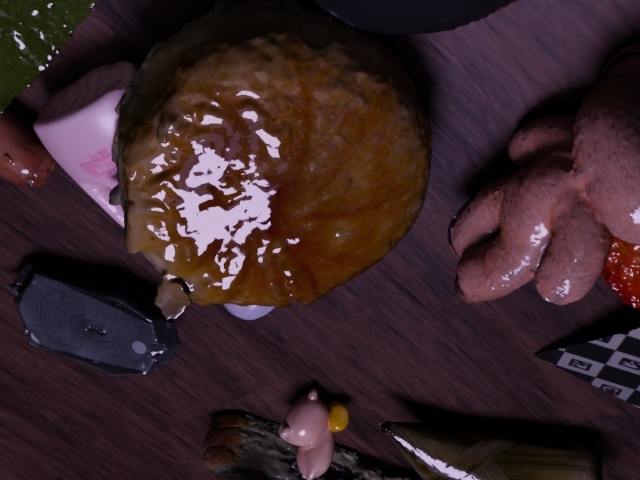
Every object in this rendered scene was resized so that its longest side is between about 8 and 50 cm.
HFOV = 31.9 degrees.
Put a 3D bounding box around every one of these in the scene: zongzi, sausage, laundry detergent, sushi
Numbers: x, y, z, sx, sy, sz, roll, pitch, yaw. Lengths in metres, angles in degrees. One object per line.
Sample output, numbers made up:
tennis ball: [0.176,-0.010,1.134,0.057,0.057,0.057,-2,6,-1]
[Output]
zongzi: [0.226,0.275,1.433,0.221,0.112,0.242,-20,127,32]
sausage: [-0.405,-0.158,1.166,0.304,0.078,0.078,38,132,-20]
laundry detergent: [-0.155,-0.040,1.216,0.159,0.088,0.335,-16,130,28]
sushi: [0.442,0.150,1.295,0.290,0.050,0.264,27,156,-16]

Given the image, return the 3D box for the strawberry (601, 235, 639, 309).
strawberry: [0.378,0.034,1.147,0.236,0.107,0.175,8,136,6]

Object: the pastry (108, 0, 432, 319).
pastry: [-0.050,-0.078,1.067,0.329,0.136,0.330,-5,125,-7]

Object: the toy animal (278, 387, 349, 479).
toy animal: [-0.023,0.252,1.479,0.082,0.114,0.091,27,168,-30]

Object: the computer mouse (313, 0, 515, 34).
computer mouse: [0.117,-0.262,0.901,0.323,0.116,0.183,-23,131,32]

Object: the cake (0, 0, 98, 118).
cake: [-0.261,-0.254,0.970,0.172,0.158,0.283,39,130,-23]

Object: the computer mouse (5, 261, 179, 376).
computer mouse: [-0.281,0.091,1.400,0.231,0.071,0.126,16,124,9]

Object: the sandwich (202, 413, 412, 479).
sandwich: [0.002,0.348,1.572,0.254,0.100,0.288,-7,133,30]

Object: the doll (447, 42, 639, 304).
doll: [0.254,-0.035,1.071,0.156,0.201,0.303,11,148,-33]
